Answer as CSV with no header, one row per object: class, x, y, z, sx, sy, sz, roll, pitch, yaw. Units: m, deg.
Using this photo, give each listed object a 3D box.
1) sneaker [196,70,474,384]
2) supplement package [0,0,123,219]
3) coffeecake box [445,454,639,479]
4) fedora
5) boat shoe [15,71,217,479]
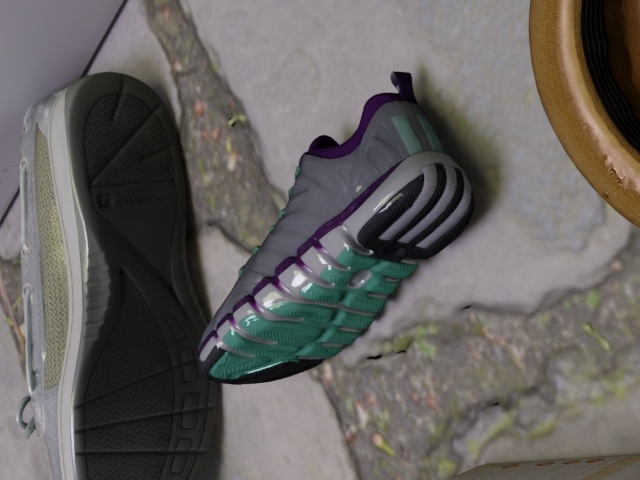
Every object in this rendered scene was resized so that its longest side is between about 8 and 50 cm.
sneaker,0.000,0.000,0.799,0.223,0.083,0.098,-41,50,33
supplement package,-0.293,-0.143,0.948,0.175,0.177,0.293,53,126,22
coffeecake box,0.121,0.154,0.658,0.185,0.142,0.068,-13,89,42
fedora,0.188,-0.092,0.603,0.194,0.079,0.194,11,108,36
boat shoe,-0.150,0.052,0.902,0.103,0.118,0.321,-9,87,47
